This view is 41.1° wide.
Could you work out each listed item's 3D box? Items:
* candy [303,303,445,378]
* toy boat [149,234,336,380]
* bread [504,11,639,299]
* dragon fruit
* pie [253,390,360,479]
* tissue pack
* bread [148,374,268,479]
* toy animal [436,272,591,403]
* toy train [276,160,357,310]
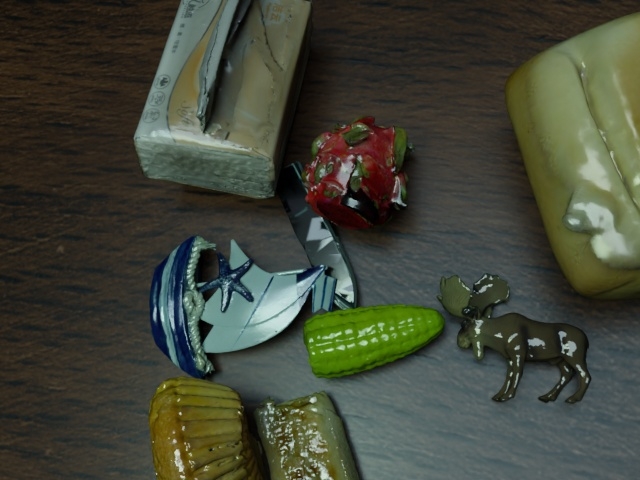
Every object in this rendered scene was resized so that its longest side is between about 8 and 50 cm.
[{"bbox_3d":[0.077,0.138,1.236,0.209,0.097,0.097,-13,73,5],"label":"candy"},{"bbox_3d":[-0.134,0.072,1.303,0.291,0.070,0.210,-30,75,7],"label":"toy boat"},{"bbox_3d":[0.442,-0.118,1.148,0.348,0.253,0.376,-16,74,1],"label":"bread"},{"bbox_3d":[0.066,-0.105,1.271,0.166,0.160,0.172,21,70,10],"label":"dragon fruit"},{"bbox_3d":[-0.006,0.346,1.206,0.128,0.068,0.282,-17,70,-6],"label":"pie"},{"bbox_3d":[-0.141,-0.251,1.281,0.238,0.238,0.306,7,64,13],"label":"tissue pack"},{"bbox_3d":[-0.155,0.298,1.170,0.139,0.240,0.240,-15,72,-4],"label":"bread"},{"bbox_3d":[0.270,0.135,1.207,0.214,0.094,0.186,2,80,5],"label":"toy animal"},{"bbox_3d":[0.000,0.000,1.316,0.055,0.048,0.252,-28,77,14],"label":"toy train"}]
